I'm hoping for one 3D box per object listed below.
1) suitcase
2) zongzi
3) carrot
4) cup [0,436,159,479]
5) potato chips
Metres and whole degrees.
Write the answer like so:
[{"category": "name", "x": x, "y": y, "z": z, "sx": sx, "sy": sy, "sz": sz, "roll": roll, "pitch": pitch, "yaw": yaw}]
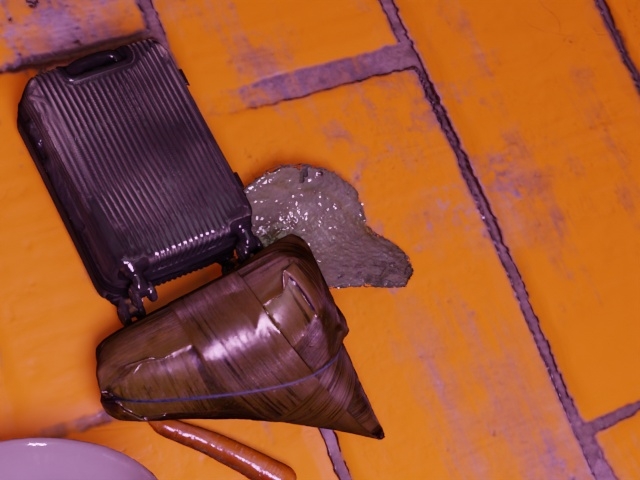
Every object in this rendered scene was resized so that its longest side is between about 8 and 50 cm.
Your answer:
[{"category": "suitcase", "x": -0.217, "y": -0.073, "z": 1.675, "sx": 0.202, "sy": 0.128, "sz": 0.312, "roll": -23, "pitch": 77, "yaw": -25}, {"category": "zongzi", "x": -0.082, "y": 0.179, "z": 1.633, "sx": 0.286, "sy": 0.138, "sz": 0.300, "roll": -29, "pitch": 121, "yaw": -2}, {"category": "carrot", "x": -0.114, "y": 0.241, "z": 1.634, "sx": 0.190, "sy": 0.037, "sz": 0.037, "roll": 26, "pitch": 62, "yaw": -2}, {"category": "cup", "x": -0.279, "y": 0.340, "z": 1.437, "sx": 0.227, "sy": 0.301, "sz": 0.257, "roll": 8, "pitch": 110, "yaw": -3}, {"category": "potato chips", "x": 0.004, "y": -0.002, "z": 1.763, "sx": 0.228, "sy": 0.059, "sz": 0.167, "roll": 44, "pitch": 68, "yaw": -3}]
